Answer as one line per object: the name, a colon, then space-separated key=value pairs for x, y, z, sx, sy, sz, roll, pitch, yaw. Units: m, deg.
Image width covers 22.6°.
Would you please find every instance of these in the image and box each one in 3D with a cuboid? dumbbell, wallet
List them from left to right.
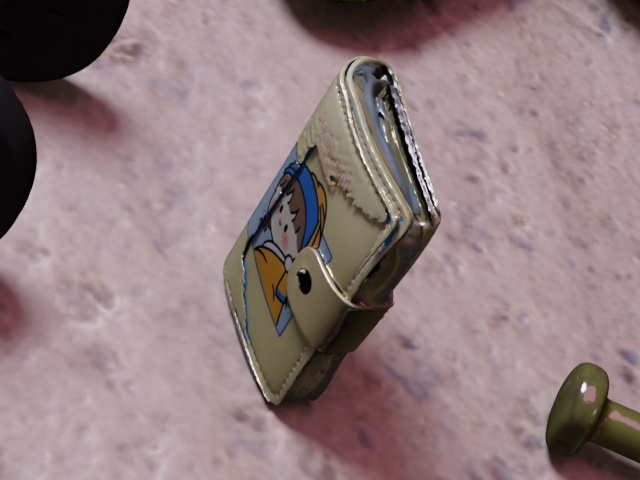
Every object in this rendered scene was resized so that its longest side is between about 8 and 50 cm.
dumbbell: x=-0.189 y=-0.098 z=0.809 sx=0.143 sy=0.143 sz=0.325 roll=21 pitch=46 yaw=-2
wallet: x=0.000 y=0.000 z=0.786 sx=0.039 sy=0.155 sz=0.110 roll=4 pitch=50 yaw=-27
dumbbell: x=0.176 y=0.107 z=0.829 sx=0.118 sy=0.052 sz=0.046 roll=24 pitch=44 yaw=1

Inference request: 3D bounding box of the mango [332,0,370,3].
mango: x=0.045 y=-0.237 z=1.033 sx=0.221 sy=0.120 sz=0.151 roll=-35 pitch=70 yaw=-31
